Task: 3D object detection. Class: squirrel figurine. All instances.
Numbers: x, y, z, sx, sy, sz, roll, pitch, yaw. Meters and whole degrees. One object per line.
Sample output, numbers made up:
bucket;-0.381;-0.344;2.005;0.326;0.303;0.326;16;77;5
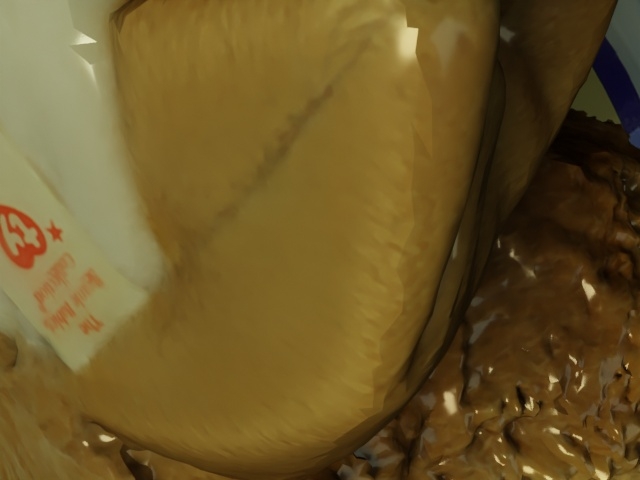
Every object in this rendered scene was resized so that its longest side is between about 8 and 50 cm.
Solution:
squirrel figurine;0.027;-0.066;0.609;0.370;0.281;0.397;-39;140;-39

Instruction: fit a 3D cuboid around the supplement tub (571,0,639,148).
supplement tub;0.000;0.000;0.838;0.331;0.241;0.241;-28;138;-16
